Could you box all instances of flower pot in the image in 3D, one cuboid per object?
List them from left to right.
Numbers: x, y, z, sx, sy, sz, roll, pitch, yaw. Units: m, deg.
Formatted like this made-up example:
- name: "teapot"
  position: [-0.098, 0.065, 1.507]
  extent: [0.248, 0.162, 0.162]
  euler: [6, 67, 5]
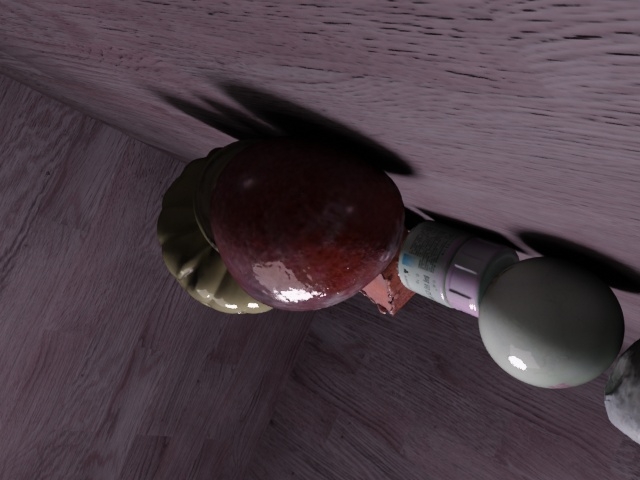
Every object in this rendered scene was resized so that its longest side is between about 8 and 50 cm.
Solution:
- name: "flower pot"
  position: [-0.120, -0.034, 1.001]
  extent: [0.307, 0.308, 0.244]
  euler: [24, 159, -13]

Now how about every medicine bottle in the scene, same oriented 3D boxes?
- name: "medicine bottle"
  position: [0.230, 0.046, 0.975]
  extent: [0.168, 0.135, 0.135]
  euler: [21, 177, 45]

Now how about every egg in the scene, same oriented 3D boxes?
- name: "egg"
  position: [0.334, 0.118, 0.834]
  extent: [0.264, 0.183, 0.182]
  euler: [15, -175, -46]

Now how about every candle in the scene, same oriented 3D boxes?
- name: "candle"
  position: [0.106, 0.023, 1.188]
  extent: [0.287, 0.131, 0.317]
  euler: [53, 169, -17]

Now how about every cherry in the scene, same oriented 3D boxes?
- name: "cherry"
  position: [-0.030, -0.018, 0.770]
  extent: [0.285, 0.213, 0.236]
  euler: [2, 154, 32]

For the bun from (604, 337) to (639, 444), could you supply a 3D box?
- name: "bun"
  position: [0.532, 0.209, 0.709]
  extent: [0.354, 0.194, 0.354]
  euler: [21, 180, 0]
